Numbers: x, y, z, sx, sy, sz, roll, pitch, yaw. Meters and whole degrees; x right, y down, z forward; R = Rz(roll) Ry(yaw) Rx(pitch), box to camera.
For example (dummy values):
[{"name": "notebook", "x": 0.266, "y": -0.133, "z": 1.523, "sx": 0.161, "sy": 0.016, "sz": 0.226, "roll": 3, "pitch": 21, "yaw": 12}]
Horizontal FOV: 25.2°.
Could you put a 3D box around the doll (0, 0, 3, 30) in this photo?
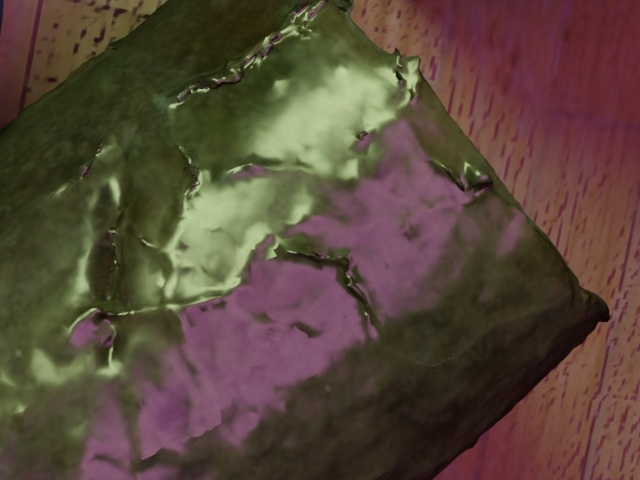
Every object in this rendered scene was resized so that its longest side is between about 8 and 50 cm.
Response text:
[{"name": "doll", "x": -0.216, "y": -0.045, "z": 0.438, "sx": 0.177, "sy": 0.141, "sz": 0.314, "roll": 40, "pitch": 83, "yaw": 20}]

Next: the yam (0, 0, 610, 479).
[{"name": "yam", "x": -0.063, "y": 0.047, "z": 0.492, "sx": 0.300, "sy": 0.195, "sz": 0.195, "roll": -41, "pitch": 113, "yaw": -8}]
